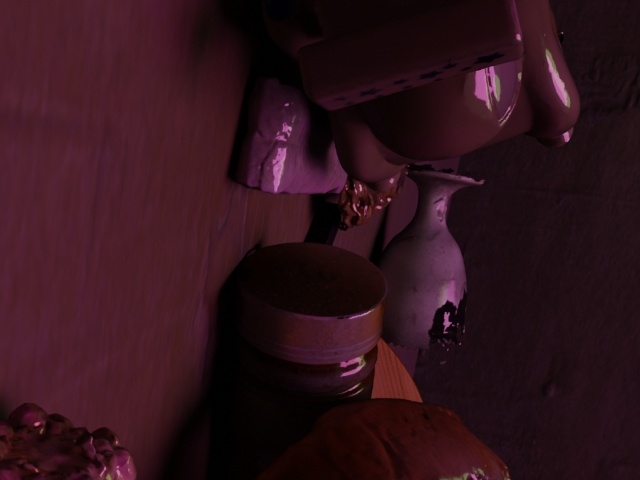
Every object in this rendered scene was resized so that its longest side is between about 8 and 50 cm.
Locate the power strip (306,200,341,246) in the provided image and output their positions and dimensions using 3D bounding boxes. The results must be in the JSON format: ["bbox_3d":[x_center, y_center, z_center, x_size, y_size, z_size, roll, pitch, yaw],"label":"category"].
[{"bbox_3d":[0.000,0.000,1.211,0.038,0.029,0.111,88,18,-49],"label":"power strip"}]

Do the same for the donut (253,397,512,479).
[{"bbox_3d":[0.049,0.290,0.929,0.317,0.150,0.299,-32,132,-26],"label":"donut"}]

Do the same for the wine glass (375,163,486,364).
[{"bbox_3d":[0.188,0.036,1.736,0.190,0.190,0.357,-1,99,-77],"label":"wine glass"}]

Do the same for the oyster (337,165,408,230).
[{"bbox_3d":[0.071,-0.109,1.300,0.345,0.078,0.128,-52,130,-68],"label":"oyster"}]

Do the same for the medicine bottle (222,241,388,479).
[{"bbox_3d":[-0.023,0.176,1.013,0.151,0.151,0.322,-55,155,-59],"label":"medicine bottle"}]

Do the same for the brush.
[{"bbox_3d":[0.071,0.279,1.570,0.166,0.174,0.266,123,-38,-63],"label":"brush"}]

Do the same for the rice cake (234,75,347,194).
[{"bbox_3d":[-0.017,-0.099,0.983,0.298,0.050,0.106,-10,112,-77],"label":"rice cake"}]

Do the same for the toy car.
[{"bbox_3d":[0.103,-0.153,0.838,0.336,0.242,0.226,54,25,-58],"label":"toy car"}]

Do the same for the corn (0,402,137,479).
[{"bbox_3d":[-0.168,0.261,0.573,0.126,0.126,0.335,-35,133,-71],"label":"corn"}]
